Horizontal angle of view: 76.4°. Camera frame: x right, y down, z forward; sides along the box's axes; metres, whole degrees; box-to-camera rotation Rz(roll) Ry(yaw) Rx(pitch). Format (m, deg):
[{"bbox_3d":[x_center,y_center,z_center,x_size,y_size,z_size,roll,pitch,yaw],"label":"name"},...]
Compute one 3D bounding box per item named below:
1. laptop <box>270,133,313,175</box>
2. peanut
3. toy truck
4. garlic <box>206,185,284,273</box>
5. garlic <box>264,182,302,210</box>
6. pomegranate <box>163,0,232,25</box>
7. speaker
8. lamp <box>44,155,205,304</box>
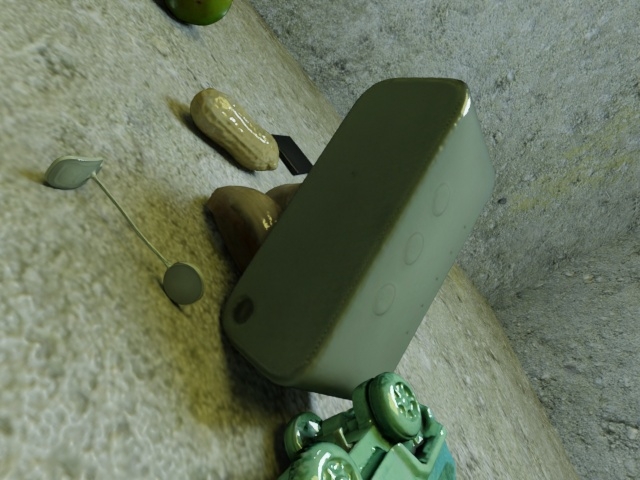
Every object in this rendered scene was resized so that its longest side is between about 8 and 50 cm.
[{"bbox_3d":[-0.080,-0.244,1.152,0.135,0.016,0.197,53,18,-1],"label":"laptop"},{"bbox_3d":[-0.163,-0.210,0.804,0.214,0.090,0.098,41,-6,-36],"label":"peanut"},{"bbox_3d":[0.022,0.238,0.371,0.156,0.155,0.279,59,27,12],"label":"toy truck"},{"bbox_3d":[-0.099,-0.017,0.610,0.195,0.101,0.087,54,29,10],"label":"garlic"},{"bbox_3d":[0.000,0.000,0.725,0.218,0.219,0.212,-8,93,-68],"label":"garlic"},{"bbox_3d":[-0.331,-0.645,0.997,0.241,0.190,0.159,41,48,-35],"label":"pomegranate"},{"bbox_3d":[0.068,0.003,0.544,0.183,0.406,0.184,23,-12,46],"label":"speaker"},{"bbox_3d":[-0.203,-0.005,0.438,0.198,0.050,0.056,51,17,-5],"label":"lamp"}]
